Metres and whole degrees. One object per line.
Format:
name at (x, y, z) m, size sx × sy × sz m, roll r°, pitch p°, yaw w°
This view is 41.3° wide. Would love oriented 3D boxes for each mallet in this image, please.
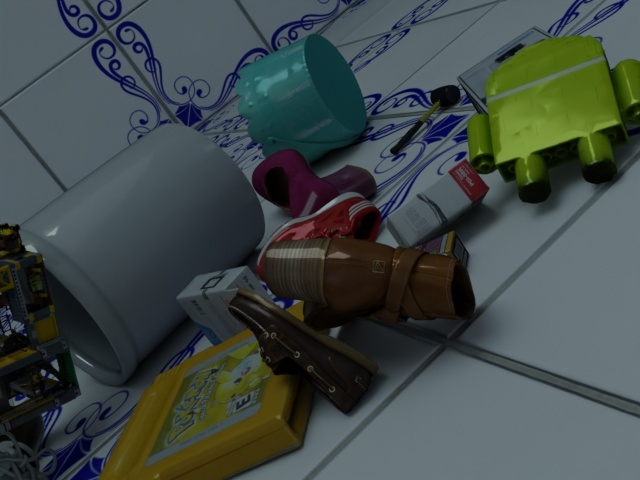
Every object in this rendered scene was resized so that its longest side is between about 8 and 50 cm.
mallet at (0.204, -0.235, 1.651) m, size 0.189 × 0.039 × 0.062 m, roll -50°, pitch 20°, yaw -25°

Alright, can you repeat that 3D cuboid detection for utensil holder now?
utensil holder at (-0.334, 0.013, 1.543) m, size 0.385 × 0.327 × 0.327 m, roll -45°, pitch 21°, yaw -30°

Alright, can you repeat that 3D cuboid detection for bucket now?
bucket at (-0.035, -0.305, 1.872) m, size 0.183 × 0.281 × 0.281 m, roll -24°, pitch 22°, yaw 28°

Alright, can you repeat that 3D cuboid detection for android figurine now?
android figurine at (0.312, -0.175, 1.142) m, size 0.248 × 0.056 × 0.273 m, roll -20°, pitch 46°, yaw 23°

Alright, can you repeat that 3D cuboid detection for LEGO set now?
LEGO set at (-0.530, 0.153, 1.310) m, size 0.255 × 0.331 × 0.192 m, roll 15°, pitch 28°, yaw 40°

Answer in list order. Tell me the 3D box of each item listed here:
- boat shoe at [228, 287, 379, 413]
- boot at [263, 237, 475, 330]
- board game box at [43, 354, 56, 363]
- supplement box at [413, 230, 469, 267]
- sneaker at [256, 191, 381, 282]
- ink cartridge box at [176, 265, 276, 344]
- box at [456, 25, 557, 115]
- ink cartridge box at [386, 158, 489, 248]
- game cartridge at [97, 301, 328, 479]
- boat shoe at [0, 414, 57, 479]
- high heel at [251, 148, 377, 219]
boat shoe at (-0.034, 0.128, 1.006) m, size 0.207 × 0.073 × 0.073 m, roll 28°, pitch 76°, yaw 27°
boot at (0.080, 0.056, 1.030) m, size 0.220 × 0.283 × 0.109 m, roll 3°, pitch 72°, yaw 19°
board game box at (-0.560, 0.200, 1.917) m, size 0.201 × 0.035 × 0.136 m, roll -34°, pitch 19°, yaw 7°
supplement box at (0.145, 0.031, 1.102) m, size 0.083 × 0.043 × 0.055 m, roll -25°, pitch 21°, yaw 28°
sneaker at (0.000, 0.000, 1.362) m, size 0.221 × 0.087 × 0.128 m, roll -40°, pitch 18°, yaw -8°
ink cartridge box at (-0.131, 0.101, 1.315) m, size 0.180 × 0.104 × 0.060 m, roll -12°, pitch 29°, yaw 49°
box at (0.334, -0.245, 1.366) m, size 0.169 × 0.087 × 0.290 m, roll -32°, pitch 20°, yaw 12°
ink cartridge box at (0.159, -0.044, 1.179) m, size 0.135 × 0.056 × 0.099 m, roll -36°, pitch -9°, yaw -2°
game cartridge at (-0.144, 0.221, 1.137) m, size 0.324 × 0.052 × 0.285 m, roll -27°, pitch 21°, yaw 21°
boat shoe at (-0.495, 0.359, 1.325) m, size 0.156 × 0.136 × 0.367 m, roll -25°, pitch 12°, yaw 1°
high heel at (-0.072, -0.083, 1.597) m, size 0.181 × 0.127 × 0.377 m, roll -34°, pitch 19°, yaw -27°
